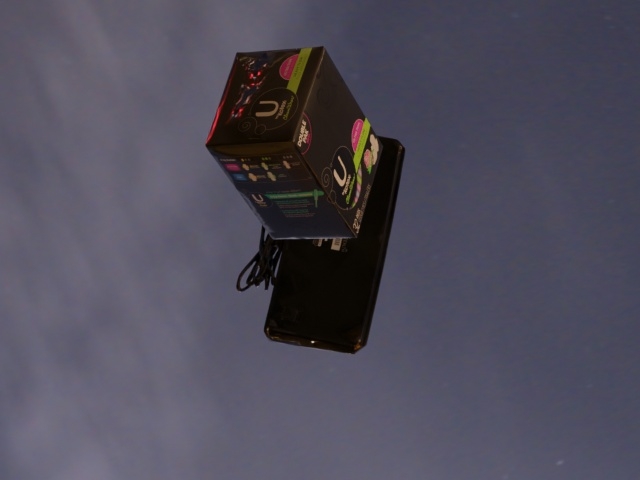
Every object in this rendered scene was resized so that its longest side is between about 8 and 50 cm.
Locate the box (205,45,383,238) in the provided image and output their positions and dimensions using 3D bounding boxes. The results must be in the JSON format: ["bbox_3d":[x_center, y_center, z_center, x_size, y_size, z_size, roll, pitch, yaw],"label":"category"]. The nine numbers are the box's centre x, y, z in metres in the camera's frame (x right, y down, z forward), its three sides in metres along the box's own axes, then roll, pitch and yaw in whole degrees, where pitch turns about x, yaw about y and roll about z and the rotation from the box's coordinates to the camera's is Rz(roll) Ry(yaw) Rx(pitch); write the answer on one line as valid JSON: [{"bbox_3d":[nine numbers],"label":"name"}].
[{"bbox_3d":[-0.012,-0.048,0.819,0.052,0.083,0.062,-1,-125,27],"label":"box"}]

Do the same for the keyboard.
[{"bbox_3d":[0.000,0.000,1.193,0.100,0.192,0.038,12,-35,3],"label":"keyboard"}]
